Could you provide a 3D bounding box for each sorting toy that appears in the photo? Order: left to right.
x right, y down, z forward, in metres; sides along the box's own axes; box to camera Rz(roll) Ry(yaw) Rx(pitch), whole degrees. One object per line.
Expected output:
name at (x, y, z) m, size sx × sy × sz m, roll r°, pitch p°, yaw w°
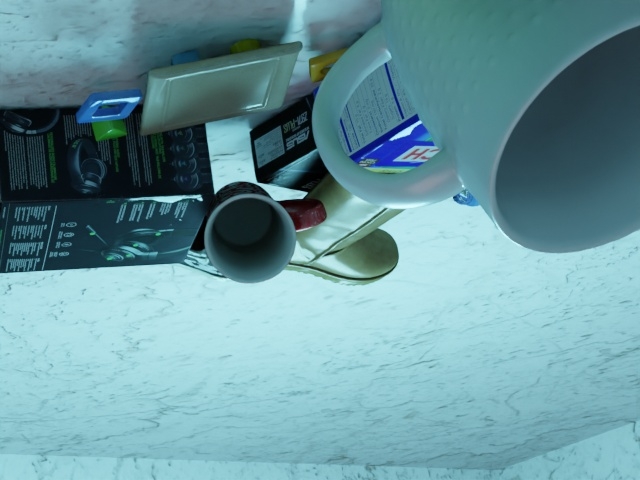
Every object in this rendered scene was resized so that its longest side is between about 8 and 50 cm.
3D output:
sorting toy at (-0.122, -0.189, 1.875) m, size 0.348 × 0.047 × 0.196 m, roll -13°, pitch 166°, yaw -15°

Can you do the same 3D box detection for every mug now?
mug at (-0.078, -0.014, 2.026) m, size 0.150 × 0.113 × 0.169 m, roll 11°, pitch -171°, yaw -9°
mug at (0.164, -0.170, 1.516) m, size 0.374 × 0.328 × 0.276 m, roll -33°, pitch 140°, yaw 1°

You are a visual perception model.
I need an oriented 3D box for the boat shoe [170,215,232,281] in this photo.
boat shoe at (-0.157, 0.005, 2.348) m, size 0.233 × 0.084 × 0.079 m, roll 13°, pitch 148°, yaw -32°

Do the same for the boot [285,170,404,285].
boot at (0.065, -0.026, 2.130) m, size 0.236 × 0.089 × 0.269 m, roll 1°, pitch 157°, yaw -31°

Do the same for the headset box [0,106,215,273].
headset box at (-0.280, -0.064, 2.043) m, size 0.283 × 0.131 × 0.246 m, roll -3°, pitch 159°, yaw -15°

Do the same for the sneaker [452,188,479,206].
sneaker at (0.191, -0.114, 2.203) m, size 0.087 × 0.083 × 0.221 m, roll 3°, pitch 156°, yaw 6°

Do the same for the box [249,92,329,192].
box at (0.022, -0.130, 2.064) m, size 0.147 × 0.077 × 0.180 m, roll 10°, pitch 153°, yaw -43°

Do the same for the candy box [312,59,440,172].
candy box at (0.194, -0.187, 1.883) m, size 0.268 × 0.122 × 0.317 m, roll -3°, pitch 163°, yaw -39°
